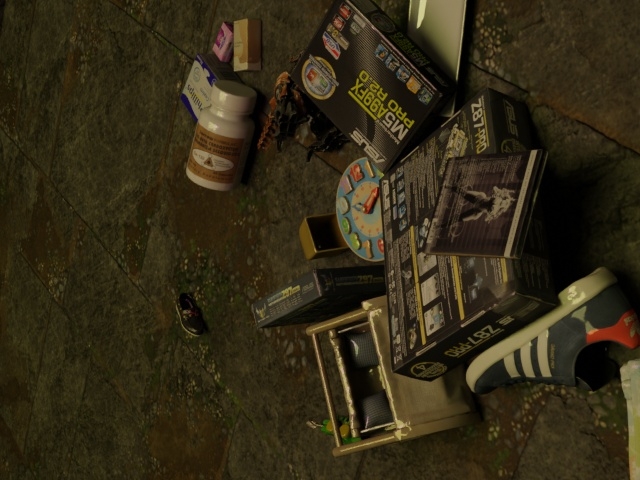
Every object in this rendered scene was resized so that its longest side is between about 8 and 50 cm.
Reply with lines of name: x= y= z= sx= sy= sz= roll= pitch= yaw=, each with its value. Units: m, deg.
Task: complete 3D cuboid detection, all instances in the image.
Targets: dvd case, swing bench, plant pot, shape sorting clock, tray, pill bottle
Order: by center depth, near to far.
dvd case: x=0.247 y=-0.054 z=1.506 sx=0.221 sy=0.018 sz=0.164 roll=1 pitch=73 yaw=60
tray: x=0.211 y=-0.362 z=1.774 sx=0.145 sy=0.030 sz=0.270 roll=17 pitch=106 yaw=50
swing bench: x=0.130 y=0.242 z=1.812 sx=0.255 sy=0.165 sz=0.253 roll=-30 pitch=68 yaw=49
shape sorting clock: x=0.097 y=-0.061 z=1.933 sx=0.206 sy=0.040 sz=0.206 roll=5 pitch=96 yaw=52
plant pot: x=0.000 y=0.000 z=2.036 sx=0.083 sy=0.081 sz=0.081 roll=-49 pitch=54 yaw=56
pill bottle: x=-0.220 y=-0.240 z=2.255 sx=0.131 sy=0.131 sz=0.229 roll=42 pitch=124 yaw=42

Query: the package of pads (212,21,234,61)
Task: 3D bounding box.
package of pads: x=-0.222 y=-0.467 z=2.322 sx=0.050 sy=0.032 sz=0.083 roll=54 pitch=131 yaw=33

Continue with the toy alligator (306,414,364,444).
toy alligator: x=0.041 y=0.383 z=2.033 sx=0.190 sy=0.056 sz=0.051 roll=12 pitch=60 yaw=53

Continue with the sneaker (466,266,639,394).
sneaker: x=0.363 y=0.189 z=1.546 sx=0.148 sy=0.131 sz=0.350 roll=55 pitch=141 yaw=14

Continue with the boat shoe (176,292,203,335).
boat shoe: x=-0.329 y=0.187 z=2.492 sx=0.133 sy=0.049 sz=0.042 roll=57 pitch=141 yaw=39

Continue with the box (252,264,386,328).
box: x=0.002 y=0.111 z=1.953 sx=0.233 sy=0.183 sz=0.059 roll=-32 pitch=68 yaw=49

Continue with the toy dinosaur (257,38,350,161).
toy dinosaur: x=-0.029 y=-0.289 z=2.034 sx=0.322 sy=0.164 sz=0.218 roll=110 pitch=155 yaw=-53

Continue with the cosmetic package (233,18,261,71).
cosmetic package: x=-0.166 y=-0.442 z=2.244 sx=0.060 sy=0.041 sz=0.115 roll=3 pitch=95 yaw=52

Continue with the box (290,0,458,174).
box: x=0.091 y=-0.288 z=1.793 sx=0.270 sy=0.060 sz=0.216 roll=48 pitch=133 yaw=12

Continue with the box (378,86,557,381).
box: x=0.225 y=-0.008 z=1.633 sx=0.318 sy=0.097 sz=0.394 roll=-44 pitch=39 yaw=46

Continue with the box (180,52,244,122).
box: x=-0.259 y=-0.353 z=2.346 sx=0.126 sy=0.072 sz=0.137 roll=55 pitch=133 yaw=35

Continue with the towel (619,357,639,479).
towel: x=0.576 y=0.313 z=1.310 sx=0.374 sy=0.090 sz=0.320 roll=-2 pitch=94 yaw=52
